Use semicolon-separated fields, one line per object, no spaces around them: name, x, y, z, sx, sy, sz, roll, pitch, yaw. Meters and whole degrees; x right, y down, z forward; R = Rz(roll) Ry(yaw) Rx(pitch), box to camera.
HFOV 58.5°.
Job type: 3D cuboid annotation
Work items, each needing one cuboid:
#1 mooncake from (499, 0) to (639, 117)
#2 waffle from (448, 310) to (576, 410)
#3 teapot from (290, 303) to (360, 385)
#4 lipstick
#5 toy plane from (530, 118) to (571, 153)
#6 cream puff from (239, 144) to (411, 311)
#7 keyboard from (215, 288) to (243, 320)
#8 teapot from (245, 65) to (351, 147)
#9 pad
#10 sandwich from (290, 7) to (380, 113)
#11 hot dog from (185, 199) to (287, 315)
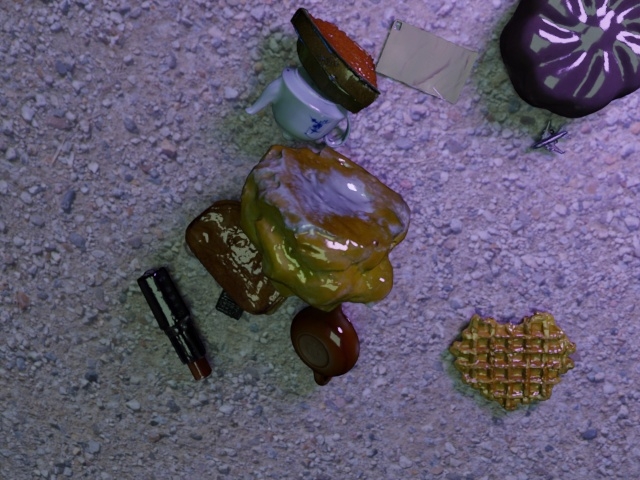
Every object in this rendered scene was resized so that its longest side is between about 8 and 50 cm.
mooncake;0.503;-0.387;1.084;0.305;0.154;0.306;1;104;6
waffle;0.451;0.268;1.337;0.290;0.051;0.291;2;107;7
teapot;0.022;0.241;1.346;0.178;0.135;0.252;27;133;32
lipstick;-0.349;0.206;1.392;0.081;0.081;0.300;-21;103;12
toy plane;0.481;-0.212;1.199;0.083;0.031;0.079;-24;103;12
cream puff;0.000;0.000;1.158;0.378;0.378;0.276;31;127;-3
keyboard;-0.183;0.085;1.368;0.072;0.023;0.231;27;108;0
teapot;-0.033;-0.265;1.188;0.231;0.159;0.159;18;110;-28
pad;0.221;-0.373;1.194;0.187;0.006;0.113;22;107;-2
sandwich;0.025;-0.361;1.144;0.235;0.159;0.079;41;123;-5
hot dog;-0.173;0.040;1.283;0.196;0.122;0.272;-40;98;19
